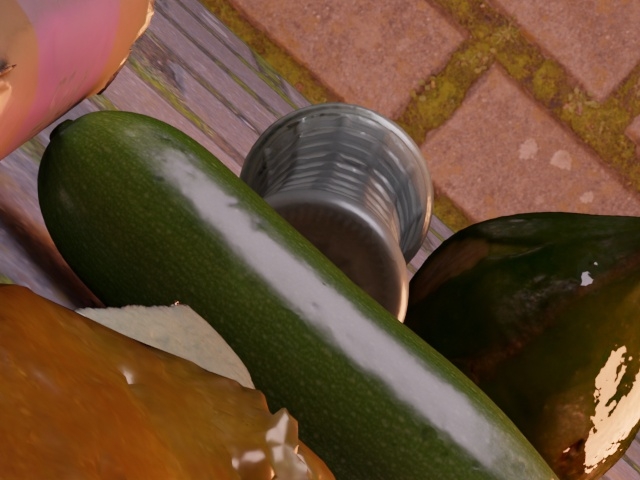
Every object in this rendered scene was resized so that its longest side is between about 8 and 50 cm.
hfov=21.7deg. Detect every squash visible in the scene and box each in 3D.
[{"bbox_3d":[0.009,0.076,0.797,0.378,0.101,0.101,43,7,-1],"label":"squash"}]

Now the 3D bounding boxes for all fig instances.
[{"bbox_3d":[0.162,0.065,1.113,0.195,0.245,0.195,43,27,-29],"label":"fig"}]

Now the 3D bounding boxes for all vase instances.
[{"bbox_3d":[0.000,0.000,1.055,0.143,0.143,0.299,43,11,-4],"label":"vase"}]

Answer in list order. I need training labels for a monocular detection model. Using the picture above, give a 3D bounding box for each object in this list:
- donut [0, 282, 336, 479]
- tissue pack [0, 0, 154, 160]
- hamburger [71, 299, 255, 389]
[{"bbox_3d":[-0.012,0.118,0.382,0.253,0.118,0.253,40,9,-7],"label":"donut"},{"bbox_3d":[-0.197,-0.123,0.716,0.215,0.123,0.257,41,19,-4],"label":"tissue pack"},{"bbox_3d":[-0.064,0.068,0.641,0.084,0.054,0.121,50,12,20],"label":"hamburger"}]
